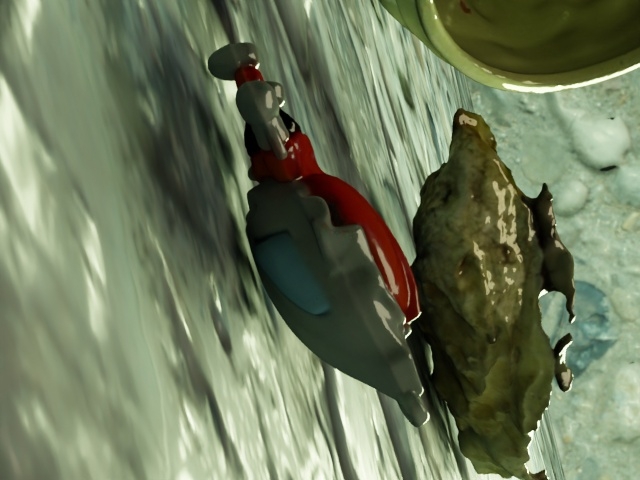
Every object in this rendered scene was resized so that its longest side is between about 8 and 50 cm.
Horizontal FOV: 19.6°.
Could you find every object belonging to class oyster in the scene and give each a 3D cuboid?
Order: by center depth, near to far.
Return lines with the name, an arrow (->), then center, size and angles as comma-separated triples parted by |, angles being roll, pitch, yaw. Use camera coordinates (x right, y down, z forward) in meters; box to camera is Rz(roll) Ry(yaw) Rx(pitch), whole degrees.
oyster -> 0.076, 0.043, 0.926 | 0.209, 0.072, 0.132 | 102, -25, -58

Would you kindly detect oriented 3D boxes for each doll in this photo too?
doll -> -0.001, 0.000, 0.498 | 0.114, 0.039, 0.057 | 65, -29, 19

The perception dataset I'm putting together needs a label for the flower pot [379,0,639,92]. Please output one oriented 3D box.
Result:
flower pot -> 0.146, -0.275, 1.219 | 0.307, 0.307, 0.244 | 67, -2, -50
